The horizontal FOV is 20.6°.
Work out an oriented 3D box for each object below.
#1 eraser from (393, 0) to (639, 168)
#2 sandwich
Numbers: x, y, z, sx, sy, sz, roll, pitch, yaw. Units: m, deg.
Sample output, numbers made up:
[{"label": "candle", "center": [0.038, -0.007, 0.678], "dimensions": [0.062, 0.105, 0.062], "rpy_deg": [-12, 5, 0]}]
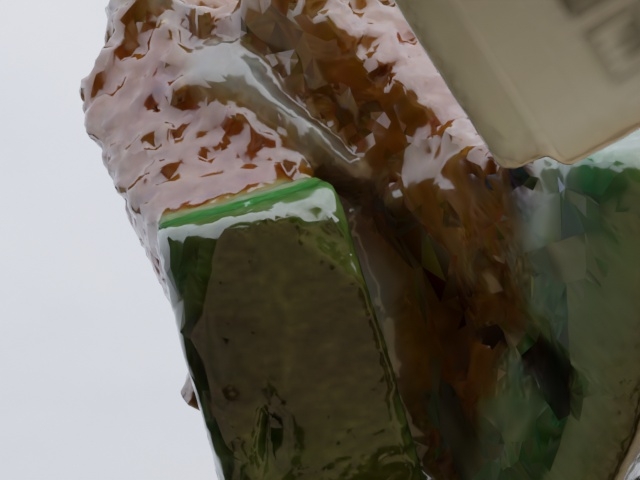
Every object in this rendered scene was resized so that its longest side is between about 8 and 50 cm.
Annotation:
[{"label": "eraser", "center": [0.144, -0.126, 0.395], "dimensions": [0.279, 0.124, 0.081], "rpy_deg": [-29, -73, 16]}, {"label": "sandwich", "center": [0.000, 0.000, 0.672], "dimensions": [0.162, 0.301, 0.250], "rpy_deg": [-11, -42, -45]}]
